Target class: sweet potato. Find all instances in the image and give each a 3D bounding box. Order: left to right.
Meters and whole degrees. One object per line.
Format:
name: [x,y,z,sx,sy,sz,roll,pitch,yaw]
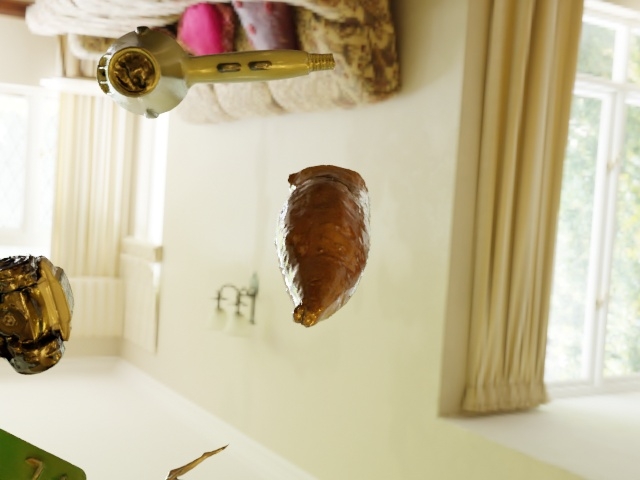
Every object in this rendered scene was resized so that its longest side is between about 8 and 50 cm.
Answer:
sweet potato: [0.003,0.001,1.019,0.131,0.131,0.337,4,-158,2]

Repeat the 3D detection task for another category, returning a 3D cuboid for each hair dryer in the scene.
hair dryer: [-0.153,-0.210,1.011,0.298,0.119,0.296,-2,-167,14]

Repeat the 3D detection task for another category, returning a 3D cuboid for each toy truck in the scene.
toy truck: [-0.449,0.091,1.144,0.213,0.161,0.177,-12,-161,-3]

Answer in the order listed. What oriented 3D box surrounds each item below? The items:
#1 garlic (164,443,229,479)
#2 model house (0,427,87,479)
garlic: [-0.207,0.448,1.179,0.245,0.231,0.340,-31,-131,-3]
model house: [-0.571,0.517,1.317,0.242,0.358,0.313,26,140,-6]
